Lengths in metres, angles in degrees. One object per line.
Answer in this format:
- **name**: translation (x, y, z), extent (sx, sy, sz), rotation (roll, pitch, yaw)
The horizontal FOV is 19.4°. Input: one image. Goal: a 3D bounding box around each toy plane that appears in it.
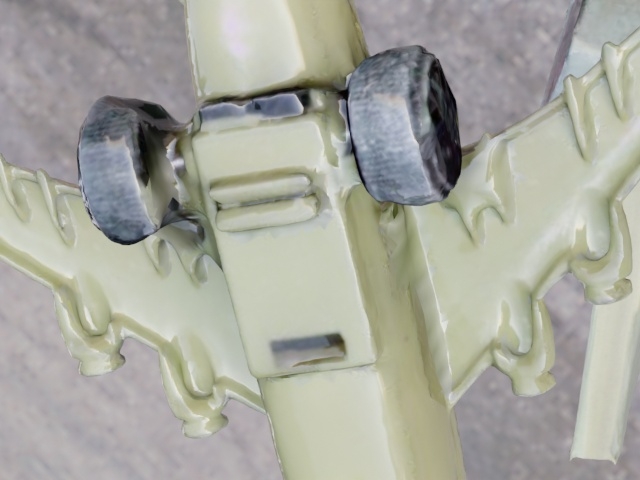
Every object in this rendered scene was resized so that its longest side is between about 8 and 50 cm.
- **toy plane**: translation (0.000, 0.000, 0.500), extent (0.104, 0.242, 0.256), rotation (-28, -71, -75)

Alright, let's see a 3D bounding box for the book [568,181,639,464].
- **book**: translation (0.173, -0.044, 0.944), extent (0.026, 0.289, 0.201), rotation (12, 119, 13)

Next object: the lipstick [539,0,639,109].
- **lipstick**: translation (0.210, -0.042, 0.685), extent (0.253, 0.077, 0.079), rotation (17, 157, 1)
